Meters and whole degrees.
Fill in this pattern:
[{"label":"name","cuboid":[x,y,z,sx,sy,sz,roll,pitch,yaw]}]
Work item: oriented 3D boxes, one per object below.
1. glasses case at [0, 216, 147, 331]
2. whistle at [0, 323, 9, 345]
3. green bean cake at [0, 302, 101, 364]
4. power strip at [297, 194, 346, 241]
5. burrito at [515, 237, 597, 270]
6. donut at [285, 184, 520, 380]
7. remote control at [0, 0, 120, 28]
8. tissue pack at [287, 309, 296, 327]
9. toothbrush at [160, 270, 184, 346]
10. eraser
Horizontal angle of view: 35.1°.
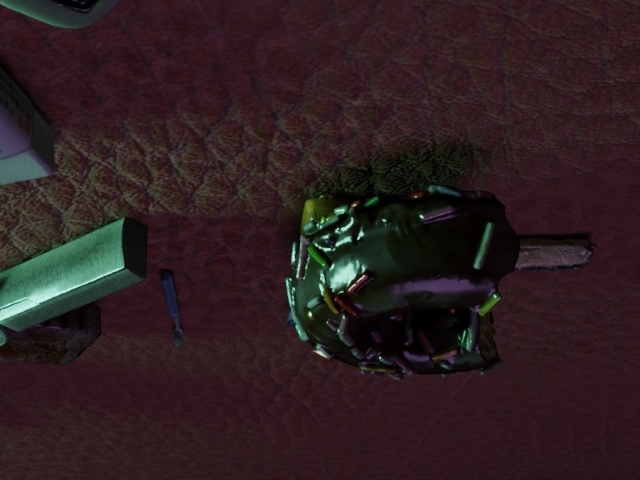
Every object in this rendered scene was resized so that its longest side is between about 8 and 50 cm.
[{"label":"glasses case","cuboid":[-0.292,0.040,1.179,0.205,0.071,0.047,-21,146,26]},{"label":"whistle","cuboid":[-0.490,0.104,1.254,0.235,0.077,0.114,-16,123,28]},{"label":"green bean cake","cuboid":[-0.366,0.113,1.317,0.135,0.056,0.135,13,147,-31]},{"label":"power strip","cuboid":[0.000,0.000,1.219,0.049,0.028,0.178,-4,153,-9]},{"label":"burrito","cuboid":[0.266,0.018,1.312,0.185,0.041,0.045,0,111,-12]},{"label":"donut","cuboid":[0.090,0.064,1.182,0.259,0.136,0.345,-4,152,2]},{"label":"remote control","cuboid":[-0.087,-0.217,0.561,0.090,0.038,0.309,16,145,-43]},{"label":"tissue pack","cuboid":[0.000,0.072,1.364,0.085,0.028,0.138,-4,148,-14]},{"label":"toothbrush","cuboid":[-0.199,0.095,1.363,0.016,0.019,0.219,9,152,1]},{"label":"eraser","cuboid":[-0.329,-0.115,0.870,0.124,0.068,0.210,-12,154,7]}]
